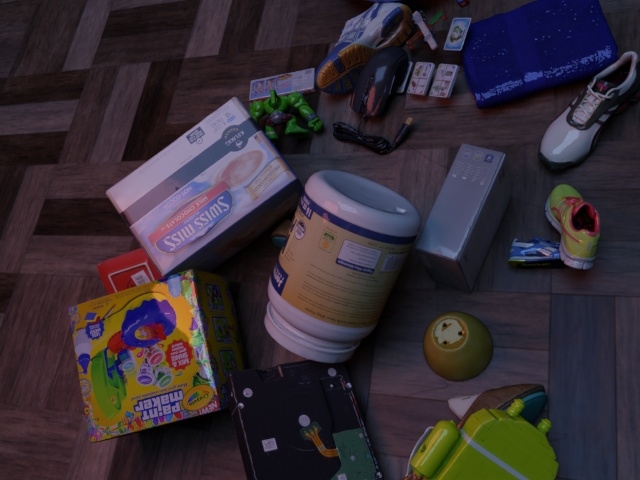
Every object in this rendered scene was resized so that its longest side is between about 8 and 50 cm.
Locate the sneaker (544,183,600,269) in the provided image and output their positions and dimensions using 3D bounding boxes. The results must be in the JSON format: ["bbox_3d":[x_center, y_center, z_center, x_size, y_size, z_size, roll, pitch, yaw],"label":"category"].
[{"bbox_3d":[0.482,-0.046,1.203,0.082,0.094,0.208,3,43,0],"label":"sneaker"}]

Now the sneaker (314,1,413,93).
[{"bbox_3d":[0.090,-0.476,1.588,0.296,0.112,0.131,-40,47,-8],"label":"sneaker"}]

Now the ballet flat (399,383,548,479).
[{"bbox_3d":[0.246,0.358,1.141,0.342,0.116,0.124,-49,40,-1],"label":"ballet flat"}]

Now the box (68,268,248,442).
[{"bbox_3d":[-0.324,0.237,1.328,0.290,0.177,0.279,-18,77,13],"label":"box"}]

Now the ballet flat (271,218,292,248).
[{"bbox_3d":[0.000,0.000,1.408,0.232,0.080,0.073,17,58,25],"label":"ballet flat"}]

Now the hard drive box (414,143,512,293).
[{"bbox_3d":[0.285,-0.040,1.254,0.089,0.181,0.232,19,74,28],"label":"hard drive box"}]

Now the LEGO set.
[{"bbox_3d":[0.269,-0.450,1.501,0.183,0.060,0.244,19,93,44],"label":"LEGO set"}]

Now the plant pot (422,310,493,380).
[{"bbox_3d":[0.250,0.188,1.210,0.134,0.095,0.134,-8,64,18],"label":"plant pot"}]

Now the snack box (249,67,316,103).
[{"bbox_3d":[-0.097,-0.397,1.657,0.178,0.022,0.064,-6,65,18],"label":"snack box"}]

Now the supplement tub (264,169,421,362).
[{"bbox_3d":[0.033,0.049,1.224,0.228,0.228,0.316,34,113,30],"label":"supplement tub"}]

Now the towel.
[{"bbox_3d":[0.471,-0.419,1.424,0.308,0.076,0.227,-15,65,16],"label":"towel"}]

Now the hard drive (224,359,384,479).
[{"bbox_3d":[-0.023,0.387,1.171,0.237,0.064,0.338,-5,56,-25],"label":"hard drive"}]

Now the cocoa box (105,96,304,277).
[{"bbox_3d":[-0.233,-0.095,1.414,0.347,0.231,0.228,-36,80,0],"label":"cocoa box"}]

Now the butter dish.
[{"bbox_3d":[-0.408,0.091,1.504,0.160,0.118,0.160,-18,104,13],"label":"butter dish"}]

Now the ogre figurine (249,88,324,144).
[{"bbox_3d":[-0.098,-0.299,1.572,0.197,0.097,0.118,-17,73,26],"label":"ogre figurine"}]

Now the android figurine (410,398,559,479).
[{"bbox_3d":[0.271,0.386,1.049,0.248,0.056,0.272,35,90,-12],"label":"android figurine"}]

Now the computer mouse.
[{"bbox_3d":[0.145,-0.330,1.489,0.184,0.060,0.262,32,91,29],"label":"computer mouse"}]

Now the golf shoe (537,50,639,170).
[{"bbox_3d":[0.537,-0.265,1.298,0.273,0.120,0.105,-47,61,-3],"label":"golf shoe"}]

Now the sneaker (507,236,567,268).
[{"bbox_3d":[0.436,0.020,1.243,0.144,0.053,0.059,0,65,20],"label":"sneaker"}]
